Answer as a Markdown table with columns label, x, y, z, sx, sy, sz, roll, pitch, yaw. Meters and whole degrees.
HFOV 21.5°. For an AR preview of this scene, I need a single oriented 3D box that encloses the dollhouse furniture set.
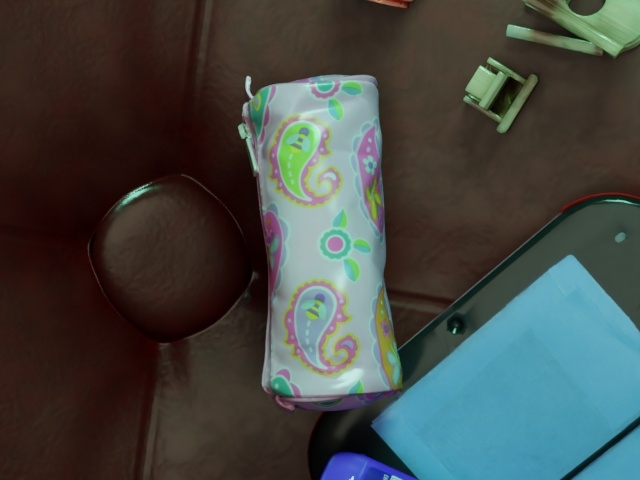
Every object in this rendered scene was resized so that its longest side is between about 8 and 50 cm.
| label | x | y | z | sx | sy | sz | roll | pitch | yaw |
| --- | --- | --- | --- | --- | --- | --- | --- | --- | --- |
| dollhouse furniture set | 0.189 | -0.147 | 1.344 | 0.101 | 0.182 | 0.161 | 32 | 100 | 6 |

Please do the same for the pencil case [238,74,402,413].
| label | x | y | z | sx | sy | sz | roll | pitch | yaw |
| --- | --- | --- | --- | --- | --- | --- | --- | --- | --- |
| pencil case | 0.000 | 0.000 | 1.401 | 0.124 | 0.124 | 0.284 | -7 | 83 | 11 |

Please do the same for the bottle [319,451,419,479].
| label | x | y | z | sx | sy | sz | roll | pitch | yaw |
| --- | --- | --- | --- | --- | --- | --- | --- | --- | --- |
| bottle | 0.117 | 0.277 | 1.391 | 0.283 | 0.092 | 0.118 | 23 | 77 | 5 |

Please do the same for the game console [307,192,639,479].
| label | x | y | z | sx | sy | sz | roll | pitch | yaw |
| --- | --- | --- | --- | --- | --- | --- | --- | --- | --- |
| game console | 0.219 | 0.185 | 1.437 | 0.386 | 0.060 | 0.342 | -41 | 87 | 13 |

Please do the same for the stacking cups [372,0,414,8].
| label | x | y | z | sx | sy | sz | roll | pitch | yaw |
| --- | --- | --- | --- | --- | --- | --- | --- | --- | --- |
| stacking cups | 0.088 | -0.350 | 1.390 | 0.096 | 0.096 | 0.316 | 12 | 100 | 9 |
